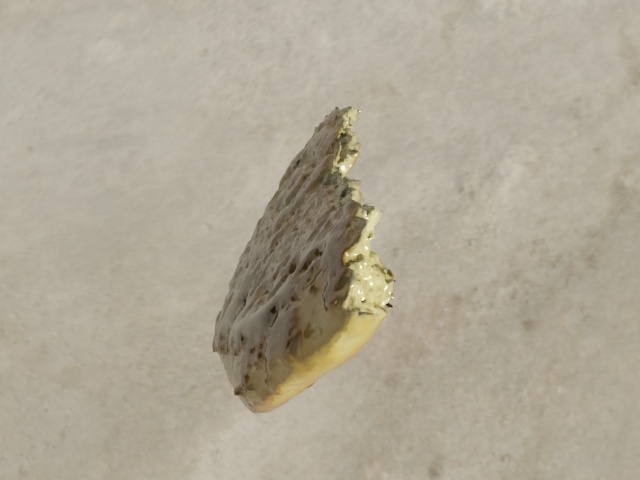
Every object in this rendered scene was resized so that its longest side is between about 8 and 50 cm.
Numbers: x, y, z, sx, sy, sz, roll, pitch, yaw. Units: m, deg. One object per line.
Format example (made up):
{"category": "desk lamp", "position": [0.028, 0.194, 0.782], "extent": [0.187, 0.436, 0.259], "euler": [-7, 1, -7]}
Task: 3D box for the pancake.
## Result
{"category": "pancake", "position": [0.000, 0.000, 0.651], "extent": [0.057, 0.266, 0.244], "euler": [29, 57, -14]}
